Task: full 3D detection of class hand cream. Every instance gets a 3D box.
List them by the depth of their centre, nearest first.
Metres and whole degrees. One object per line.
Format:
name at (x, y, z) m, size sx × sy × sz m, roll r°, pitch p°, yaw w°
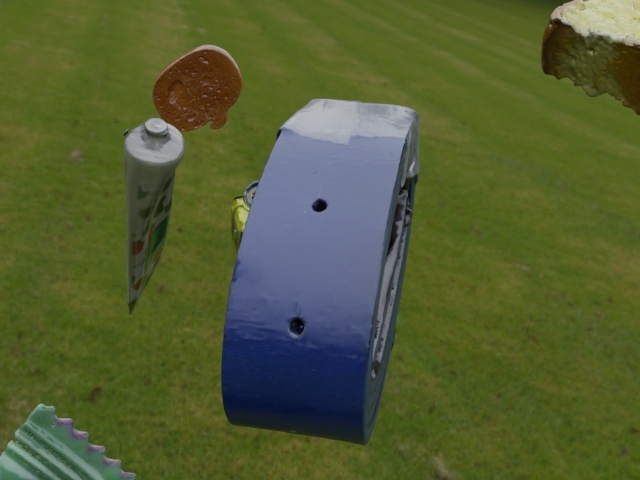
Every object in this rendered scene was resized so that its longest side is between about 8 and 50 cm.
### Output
hand cream at (-0.111, -0.016, 0.531) m, size 0.037 × 0.165 × 0.057 m, roll 19°, pitch 50°, yaw 2°

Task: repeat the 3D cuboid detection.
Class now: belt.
belt at (0.012, 0.012, 0.702) m, size 0.117 × 0.212 × 0.347 m, roll 6°, pitch 37°, yaw 11°

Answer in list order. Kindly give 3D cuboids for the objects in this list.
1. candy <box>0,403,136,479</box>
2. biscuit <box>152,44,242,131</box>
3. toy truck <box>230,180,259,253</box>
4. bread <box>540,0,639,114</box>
candy at (-0.367, 0.421, 0.968) m, size 0.263 × 0.398 × 0.172 m, roll 44°, pitch -5°, yaw -26°
biscuit at (-0.117, -0.144, 0.794) m, size 0.091 × 0.078 × 0.015 m, roll -29°, pitch 21°, yaw 7°
toy truck at (0.000, 0.000, 1.278) m, size 0.272 × 0.124 × 0.157 m, roll -4°, pitch 55°, yaw -11°
bread at (0.240, -0.142, 0.573) m, size 0.187 × 0.065 × 0.103 m, roll -26°, pitch 50°, yaw -36°
